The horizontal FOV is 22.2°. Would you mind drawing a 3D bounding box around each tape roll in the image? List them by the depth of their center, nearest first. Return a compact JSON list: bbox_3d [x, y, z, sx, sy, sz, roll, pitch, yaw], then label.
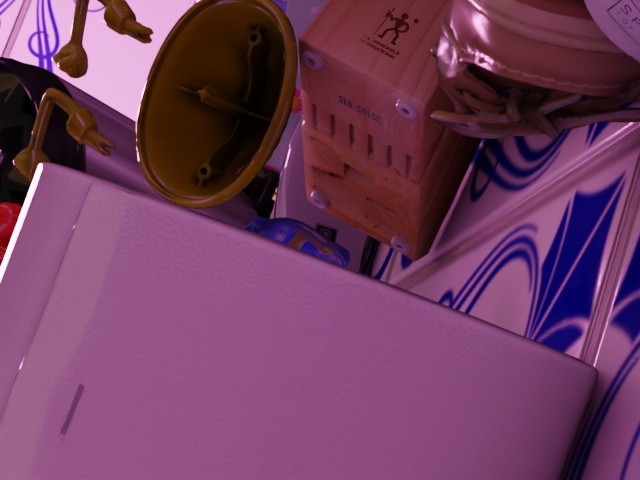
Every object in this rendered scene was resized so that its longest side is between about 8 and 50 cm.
[{"bbox_3d":[-0.029,0.086,0.666,0.246,0.246,0.169,-170,102,-82],"label":"tape roll"}]

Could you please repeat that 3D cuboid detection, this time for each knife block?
[{"bbox_3d":[0.088,-0.149,1.008,0.242,0.088,0.276,-52,-18,-23],"label":"knife block"}]

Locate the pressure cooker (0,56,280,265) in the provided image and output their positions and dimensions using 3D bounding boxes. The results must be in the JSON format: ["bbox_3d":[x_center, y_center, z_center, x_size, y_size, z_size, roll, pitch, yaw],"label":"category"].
[{"bbox_3d":[-0.230,0.068,1.562,0.369,0.420,0.376,-20,56,36],"label":"pressure cooker"}]

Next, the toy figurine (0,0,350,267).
[{"bbox_3d":[-0.075,0.042,1.016,0.191,0.217,0.363,15,87,38],"label":"toy figurine"}]

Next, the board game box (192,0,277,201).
[{"bbox_3d":[-0.060,-0.129,1.632,0.030,0.260,0.136,-24,-8,-22],"label":"board game box"}]

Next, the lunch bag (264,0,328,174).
[{"bbox_3d":[0.011,-0.183,1.443,0.279,0.107,0.224,-66,-14,8],"label":"lunch bag"}]

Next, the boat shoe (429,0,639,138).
[{"bbox_3d":[0.105,-0.081,0.761,0.285,0.104,0.089,-47,-28,-80],"label":"boat shoe"}]

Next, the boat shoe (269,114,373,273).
[{"bbox_3d":[0.000,0.000,1.303,0.088,0.096,0.268,136,145,-63],"label":"boat shoe"}]

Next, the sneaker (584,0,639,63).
[{"bbox_3d":[0.165,-0.176,0.654,0.091,0.094,0.258,-37,33,42],"label":"sneaker"}]
